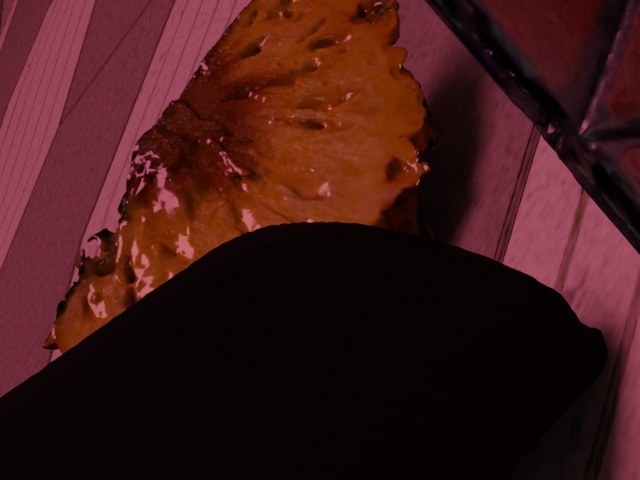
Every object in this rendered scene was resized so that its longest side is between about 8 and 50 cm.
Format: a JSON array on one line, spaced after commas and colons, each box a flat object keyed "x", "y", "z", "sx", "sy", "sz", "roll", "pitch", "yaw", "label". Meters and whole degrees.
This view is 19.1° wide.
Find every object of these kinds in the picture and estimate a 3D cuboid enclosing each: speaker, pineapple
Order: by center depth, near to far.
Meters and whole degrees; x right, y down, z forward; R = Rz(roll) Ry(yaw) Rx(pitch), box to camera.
[{"x": -0.091, "y": 0.096, "z": 0.595, "sx": 0.388, "sy": 0.184, "sz": 0.180, "roll": -34, "pitch": -14, "yaw": -50, "label": "speaker"}, {"x": -0.003, "y": 0.004, "z": 0.924, "sx": 0.250, "sy": 0.139, "sz": 0.164, "roll": -57, "pitch": -31, "yaw": -29, "label": "pineapple"}]

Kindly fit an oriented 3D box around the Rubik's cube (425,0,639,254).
[{"x": 0.126, "y": 0.006, "z": 0.559, "sx": 0.178, "sy": 0.211, "sz": 0.190, "roll": 92, "pitch": 173, "yaw": -75, "label": "Rubik's cube"}]
